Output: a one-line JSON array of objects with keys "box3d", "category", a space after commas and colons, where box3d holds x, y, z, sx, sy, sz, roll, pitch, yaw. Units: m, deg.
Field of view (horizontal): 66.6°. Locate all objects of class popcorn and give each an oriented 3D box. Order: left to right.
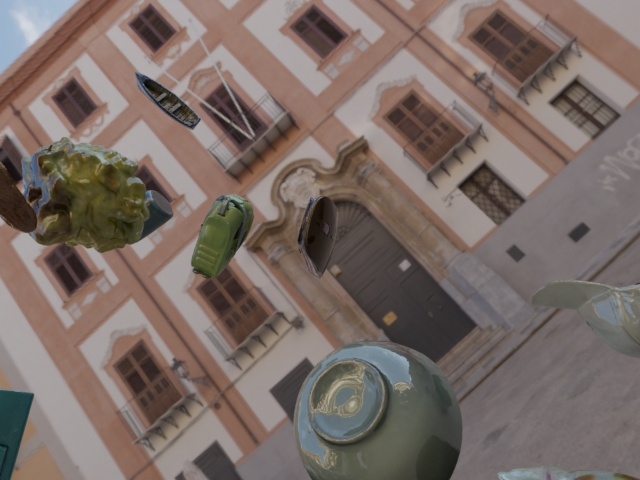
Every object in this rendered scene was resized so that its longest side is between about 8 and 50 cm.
[{"box3d": [-0.602, -0.117, 1.279, 0.312, 0.312, 0.312, -38, -16, -13], "category": "popcorn"}]

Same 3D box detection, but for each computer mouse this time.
[{"box3d": [0.000, 0.000, 1.231, 0.310, 0.071, 0.158, 77, -152, -71], "category": "computer mouse"}]

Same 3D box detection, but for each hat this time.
[{"box3d": [0.652, 0.176, 1.133, 0.257, 0.301, 0.168, 16, -102, -53], "category": "hat"}]

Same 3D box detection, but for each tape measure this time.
[{"box3d": [-0.208, -0.026, 1.066, 0.178, 0.087, 0.154, -65, -7, 24], "category": "tape measure"}]

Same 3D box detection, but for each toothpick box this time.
[{"box3d": [-0.611, -0.076, 1.676, 0.184, 0.120, 0.120, -37, -15, 9], "category": "toothpick box"}]

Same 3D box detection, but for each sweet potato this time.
[{"box3d": [-0.723, -0.159, 1.005, 0.095, 0.355, 0.106, -18, 18, 30], "category": "sweet potato"}]

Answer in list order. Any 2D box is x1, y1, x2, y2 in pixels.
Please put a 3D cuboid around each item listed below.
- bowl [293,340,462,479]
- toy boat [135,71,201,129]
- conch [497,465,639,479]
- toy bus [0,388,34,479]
[{"box3d": [0.067, 0.277, 0.779, 0.289, 0.289, 0.146, -42, -43, -2], "category": "bowl"}, {"box3d": [-0.464, -0.415, 1.459, 0.080, 0.228, 0.046, -57, 8, -37], "category": "toy boat"}, {"box3d": [0.381, 0.435, 0.620, 0.250, 0.197, 0.368, -60, 9, 9], "category": "conch"}, {"box3d": [-0.500, 0.309, 0.737, 0.079, 0.160, 0.091, 24, -34, -37], "category": "toy bus"}]
